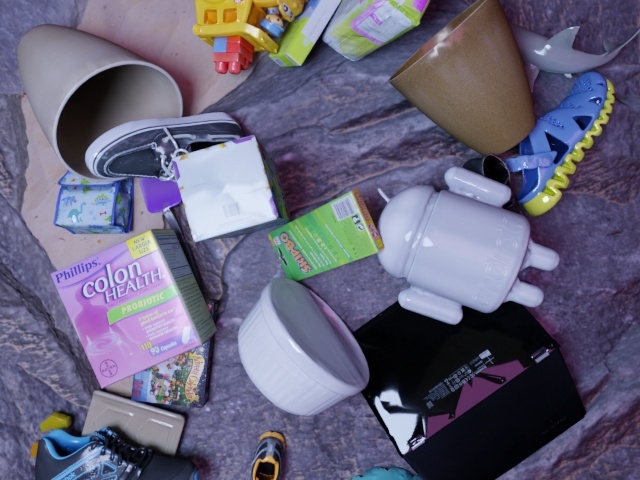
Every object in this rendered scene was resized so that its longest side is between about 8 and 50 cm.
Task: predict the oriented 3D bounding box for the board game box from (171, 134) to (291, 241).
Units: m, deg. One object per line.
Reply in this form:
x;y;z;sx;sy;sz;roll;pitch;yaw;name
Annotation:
-0.151;-0.087;0.800;0.144;0.275;0.142;-16;91;1;board game box

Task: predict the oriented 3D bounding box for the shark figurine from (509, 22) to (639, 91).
0.518;-0.396;0.853;0.278;0.116;0.166;5;69;5;shark figurine

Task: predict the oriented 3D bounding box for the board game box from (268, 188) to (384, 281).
0.000;0.000;0.859;0.259;0.039;0.124;-23;92;40;board game box

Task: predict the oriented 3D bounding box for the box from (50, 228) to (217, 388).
-0.364;0.128;0.841;0.213;0.117;0.243;-23;90;2;box

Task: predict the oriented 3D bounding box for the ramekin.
-0.040;0.213;0.823;0.273;0.273;0.127;45;103;-1;ramekin

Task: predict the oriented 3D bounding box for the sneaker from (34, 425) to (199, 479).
-0.422;0.465;0.855;0.340;0.125;0.140;-1;94;1;sneaker

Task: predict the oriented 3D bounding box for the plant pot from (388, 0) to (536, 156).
0.307;-0.300;0.834;0.237;0.237;0.254;-42;103;1;plant pot

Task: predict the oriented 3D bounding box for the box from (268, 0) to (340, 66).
-0.030;-0.450;0.874;0.042;0.109;0.178;31;92;-33;box

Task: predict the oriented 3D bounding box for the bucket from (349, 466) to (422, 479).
0.147;0.646;0.866;0.281;0.183;0.281;0;91;0;bucket

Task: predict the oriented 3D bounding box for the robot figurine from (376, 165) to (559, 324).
0.259;0.011;0.822;0.353;0.200;0.300;20;92;15;robot figurine

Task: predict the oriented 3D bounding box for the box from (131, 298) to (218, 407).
-0.320;0.240;0.925;0.159;0.044;0.233;6;92;1;box

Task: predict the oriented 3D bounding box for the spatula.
-0.316;-0.015;0.925;0.084;0.030;0.297;-20;91;-2;spatula

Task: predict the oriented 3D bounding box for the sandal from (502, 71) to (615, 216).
0.483;-0.216;0.876;0.138;0.126;0.317;30;90;3;sandal

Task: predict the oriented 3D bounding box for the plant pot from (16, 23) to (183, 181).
-0.464;-0.299;0.827;0.274;0.256;0.256;41;91;17;plant pot

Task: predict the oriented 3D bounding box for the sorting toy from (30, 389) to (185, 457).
-0.474;0.447;0.938;0.307;0.041;0.229;17;96;0;sorting toy

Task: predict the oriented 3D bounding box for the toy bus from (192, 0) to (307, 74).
-0.142;-0.438;0.836;0.220;0.149;0.212;5;93;18;toy bus

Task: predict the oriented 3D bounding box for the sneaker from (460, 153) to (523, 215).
0.374;-0.075;0.878;0.083;0.118;0.222;-35;92;1;sneaker

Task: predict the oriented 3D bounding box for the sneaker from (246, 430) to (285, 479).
-0.128;0.536;0.915;0.084;0.083;0.215;7;93;-2;sneaker

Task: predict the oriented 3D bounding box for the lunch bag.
-0.479;-0.095;0.897;0.128;0.096;0.151;1;73;0;lunch bag

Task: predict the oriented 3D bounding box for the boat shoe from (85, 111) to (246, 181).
-0.287;-0.168;0.826;0.306;0.113;0.105;-18;58;-33;boat shoe

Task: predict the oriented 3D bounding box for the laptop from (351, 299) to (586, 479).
0.314;0.316;0.940;0.382;0.236;0.408;-35;63;1;laptop

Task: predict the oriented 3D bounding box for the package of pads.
0.126;-0.478;0.782;0.101;0.296;0.229;26;91;-21;package of pads
